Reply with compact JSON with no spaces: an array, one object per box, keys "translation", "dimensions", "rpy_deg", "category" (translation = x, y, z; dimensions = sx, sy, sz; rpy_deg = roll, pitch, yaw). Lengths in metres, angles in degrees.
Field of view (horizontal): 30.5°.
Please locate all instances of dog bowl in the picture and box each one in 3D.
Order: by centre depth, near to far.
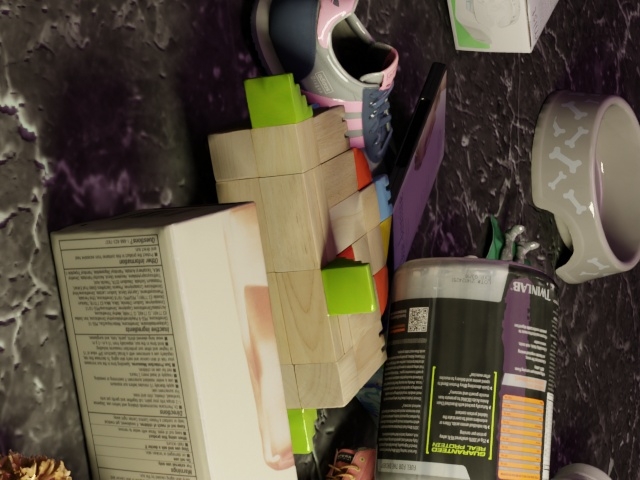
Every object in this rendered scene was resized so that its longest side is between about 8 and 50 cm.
[{"translation":[0.482,-0.097,2.046],"dimensions":[0.349,0.102,0.348],"rpy_deg":[9,79,-57],"category":"dog bowl"}]

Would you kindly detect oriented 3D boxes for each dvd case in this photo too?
[{"translation":[0.119,-0.079,1.498],"dimensions":[0.180,0.022,0.253],"rpy_deg":[85,23,-53],"category":"dvd case"}]

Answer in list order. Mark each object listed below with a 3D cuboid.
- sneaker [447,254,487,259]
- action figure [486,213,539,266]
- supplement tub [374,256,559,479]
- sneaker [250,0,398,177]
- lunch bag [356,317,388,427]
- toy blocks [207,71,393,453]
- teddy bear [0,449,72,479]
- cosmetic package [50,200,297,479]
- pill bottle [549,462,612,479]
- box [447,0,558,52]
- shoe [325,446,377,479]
[{"translation":[0.206,0.096,1.560],"dimensions":[0.153,0.094,0.235],"rpy_deg":[64,5,-11],"category":"sneaker"},{"translation":[0.280,0.090,1.757],"dimensions":[0.137,0.063,0.232],"rpy_deg":[40,52,-37],"category":"action figure"},{"translation":[0.162,0.188,1.309],"dimensions":[0.193,0.193,0.316],"rpy_deg":[23,70,-54],"category":"supplement tub"},{"translation":[0.043,-0.164,1.353],"dimensions":[0.319,0.131,0.112],"rpy_deg":[52,45,-44],"category":"sneaker"},{"translation":[0.116,0.165,1.471],"dimensions":[0.151,0.096,0.129],"rpy_deg":[-56,132,-30],"category":"lunch bag"},{"translation":[0.000,0.000,1.267],"dimensions":[0.261,0.191,0.381],"rpy_deg":[-36,118,-65],"category":"toy blocks"},{"translation":[-0.239,0.333,0.904],"dimensions":[0.245,0.113,0.338],"rpy_deg":[62,40,-29],"category":"teddy bear"},{"translation":[-0.127,0.121,1.056],"dimensions":[0.129,0.153,0.296],"rpy_deg":[-18,104,-55],"category":"cosmetic package"},{"translation":[0.359,0.454,1.762],"dimensions":[0.272,0.152,0.152],"rpy_deg":[-37,118,-51],"category":"pill bottle"},{"translation":[0.269,-0.440,1.685],"dimensions":[0.231,0.127,0.262],"rpy_deg":[-58,145,-39],"category":"box"},{"translation":[0.022,0.282,1.351],"dimensions":[0.178,0.063,0.081],"rpy_deg":[8,79,-62],"category":"shoe"}]
